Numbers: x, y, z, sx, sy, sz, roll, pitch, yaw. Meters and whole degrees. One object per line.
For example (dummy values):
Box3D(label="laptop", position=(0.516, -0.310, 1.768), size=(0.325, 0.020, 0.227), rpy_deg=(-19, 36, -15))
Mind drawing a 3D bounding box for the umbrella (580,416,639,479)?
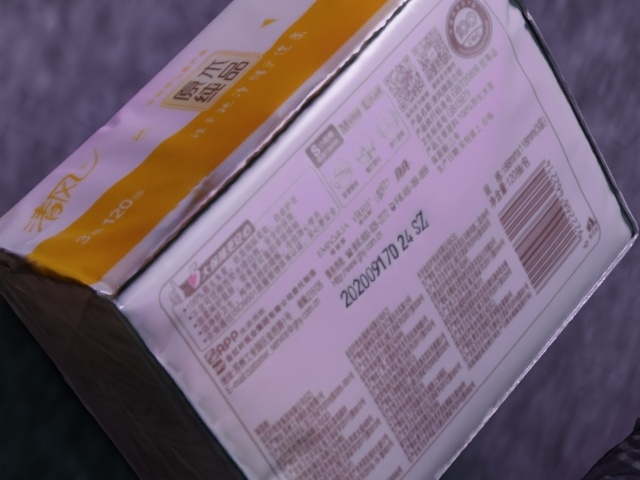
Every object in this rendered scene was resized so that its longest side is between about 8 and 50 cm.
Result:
Box3D(label="umbrella", position=(0.233, 0.145, 0.967), size=(0.336, 0.128, 0.154), rpy_deg=(-27, 98, -26))

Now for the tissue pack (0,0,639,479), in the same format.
Box3D(label="tissue pack", position=(0.000, 0.000, 0.742), size=(0.225, 0.124, 0.185), rpy_deg=(-47, 122, -23))
